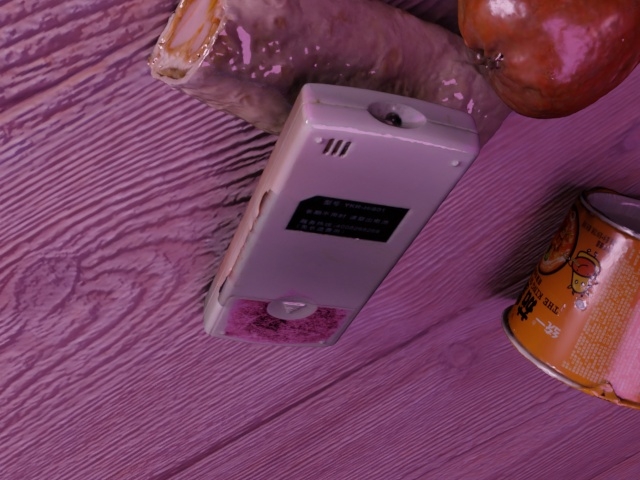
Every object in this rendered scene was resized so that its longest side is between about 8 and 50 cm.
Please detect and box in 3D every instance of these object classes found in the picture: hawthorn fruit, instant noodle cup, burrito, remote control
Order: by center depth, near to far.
[{"bbox_3d":[0.198,-0.173,0.691,0.189,0.149,0.149,-13,130,-9],"label":"hawthorn fruit"},{"bbox_3d":[0.022,-0.131,0.731,0.299,0.105,0.143,15,115,-30],"label":"burrito"},{"bbox_3d":[0.000,-0.001,0.774,0.145,0.050,0.344,8,146,-18],"label":"remote control"},{"bbox_3d":[0.324,0.054,0.952,0.216,0.216,0.172,6,115,-27],"label":"instant noodle cup"}]
